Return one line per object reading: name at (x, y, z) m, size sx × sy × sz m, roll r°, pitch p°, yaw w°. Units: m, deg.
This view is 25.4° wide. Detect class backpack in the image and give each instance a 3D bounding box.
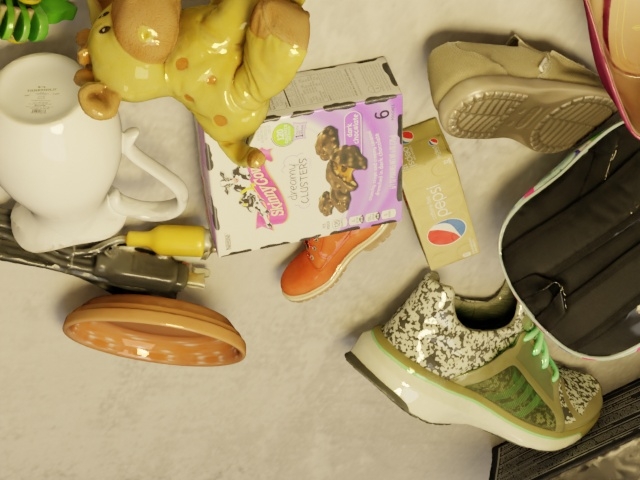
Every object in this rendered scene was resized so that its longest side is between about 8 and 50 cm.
backpack at (0.328, -0.003, 1.524) m, size 0.253 × 0.225 × 0.191 m, roll -40°, pitch 174°, yaw 22°

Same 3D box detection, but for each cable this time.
cable at (-0.237, 0.009, 1.480) m, size 0.287 × 0.072 × 0.139 m, roll 13°, pitch 152°, yaw -17°

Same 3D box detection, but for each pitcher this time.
pitcher at (-0.215, -0.077, 1.304) m, size 0.177 × 0.126 × 0.207 m, roll -4°, pitch 148°, yaw -3°

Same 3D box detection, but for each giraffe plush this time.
giraffe plush at (-0.118, -0.168, 1.211) m, size 0.170 × 0.181 × 0.210 m, roll 12°, pitch 117°, yaw -17°

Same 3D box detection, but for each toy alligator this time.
toy alligator at (-0.294, -0.195, 1.190) m, size 0.189 × 0.051 × 0.056 m, roll 7°, pitch 135°, yaw -28°

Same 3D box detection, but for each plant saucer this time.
plant saucer at (-0.177, 0.097, 1.541) m, size 0.199 × 0.037 × 0.200 m, roll 7°, pitch 163°, yaw 2°

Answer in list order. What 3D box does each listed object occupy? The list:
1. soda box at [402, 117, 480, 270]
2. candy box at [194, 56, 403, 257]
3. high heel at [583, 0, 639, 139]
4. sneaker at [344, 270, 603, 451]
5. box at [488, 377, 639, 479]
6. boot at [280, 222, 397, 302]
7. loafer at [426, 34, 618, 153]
soda box at (0.122, -0.048, 1.527) m, size 0.061 × 0.058 × 0.181 m, roll -20°, pitch 142°, yaw 3°
candy box at (-0.021, -0.081, 1.406) m, size 0.196 × 0.070 × 0.165 m, roll -12°, pitch 133°, yaw -9°
high heel at (0.271, -0.258, 1.219) m, size 0.127 × 0.181 × 0.377 m, roll -7°, pitch 146°, yaw 21°
sneaker at (0.232, 0.139, 1.745) m, size 0.410 × 0.158 × 0.182 m, roll 14°, pitch 114°, yaw -41°
box at (0.388, 0.325, 1.873) m, size 0.296 × 0.183 × 0.294 m, roll -27°, pitch -177°, yaw 12°
boot at (0.000, 0.000, 1.543) m, size 0.158 × 0.059 × 0.084 m, roll -44°, pitch 133°, yaw 17°
loafer at (0.204, -0.153, 1.413) m, size 0.268 × 0.092 × 0.102 m, roll 3°, pitch 144°, yaw -49°
